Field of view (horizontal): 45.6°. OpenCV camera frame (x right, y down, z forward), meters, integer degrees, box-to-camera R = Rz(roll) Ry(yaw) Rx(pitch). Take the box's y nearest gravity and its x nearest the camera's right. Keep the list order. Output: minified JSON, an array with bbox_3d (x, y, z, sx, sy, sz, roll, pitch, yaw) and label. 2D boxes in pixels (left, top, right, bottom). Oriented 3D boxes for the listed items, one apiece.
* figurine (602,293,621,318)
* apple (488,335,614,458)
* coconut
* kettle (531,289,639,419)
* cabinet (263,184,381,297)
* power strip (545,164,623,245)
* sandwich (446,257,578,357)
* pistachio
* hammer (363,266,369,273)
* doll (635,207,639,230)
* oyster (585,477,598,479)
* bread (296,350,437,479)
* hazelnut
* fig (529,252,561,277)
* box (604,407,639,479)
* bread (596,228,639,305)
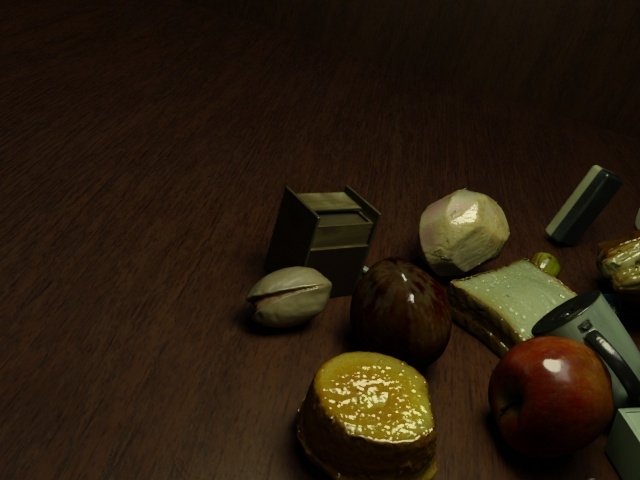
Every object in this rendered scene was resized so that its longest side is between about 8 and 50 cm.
[{"bbox_3d":[0.687,0.195,1.857,0.086,0.087,0.149,-11,25,37],"label":"figurine"},{"bbox_3d":[0.432,0.289,1.406,0.229,0.230,0.230,13,29,-7],"label":"apple"},{"bbox_3d":[0.336,-0.014,1.891,0.236,0.236,0.197,-21,87,-49],"label":"coconut"},{"bbox_3d":[0.564,0.242,1.526,0.236,0.161,0.221,57,-1,1],"label":"kettle"},{"bbox_3d":[0.000,0.000,1.685,0.174,0.215,0.148,-5,35,-35],"label":"cabinet"},{"bbox_3d":[0.764,-0.096,2.224,0.105,0.257,0.070,13,27,-43],"label":"power strip"},{"bbox_3d":[0.473,0.169,1.763,0.301,0.099,0.271,-14,47,-40],"label":"sandwich"},{"bbox_3d":[-0.064,0.115,1.545,0.184,0.125,0.124,-17,43,-36],"label":"pistachio"},{"bbox_3d":[0.069,0.050,1.834,0.246,0.029,0.103,32,31,28],"label":"hammer"},{"bbox_3d":[1.239,-0.019,2.458,0.423,0.161,0.348,25,52,13],"label":"doll"},{"bbox_3d":[0.496,0.459,1.351,0.054,0.019,0.083,16,27,-4],"label":"oyster"},{"bbox_3d":[0.079,0.301,1.278,0.268,0.146,0.268,9,30,-5],"label":"bread"},{"bbox_3d":[0.172,0.145,1.538,0.218,0.218,0.234,1,30,-27],"label":"hazelnut"},{"bbox_3d":[0.568,0.088,1.967,0.093,0.093,0.166,25,31,15],"label":"fig"},{"bbox_3d":[0.679,0.419,1.378,0.224,0.118,0.225,-1,31,-8],"label":"box"},{"bbox_3d":[0.860,0.061,1.913,0.314,0.192,0.370,-19,-4,12],"label":"bread"}]
